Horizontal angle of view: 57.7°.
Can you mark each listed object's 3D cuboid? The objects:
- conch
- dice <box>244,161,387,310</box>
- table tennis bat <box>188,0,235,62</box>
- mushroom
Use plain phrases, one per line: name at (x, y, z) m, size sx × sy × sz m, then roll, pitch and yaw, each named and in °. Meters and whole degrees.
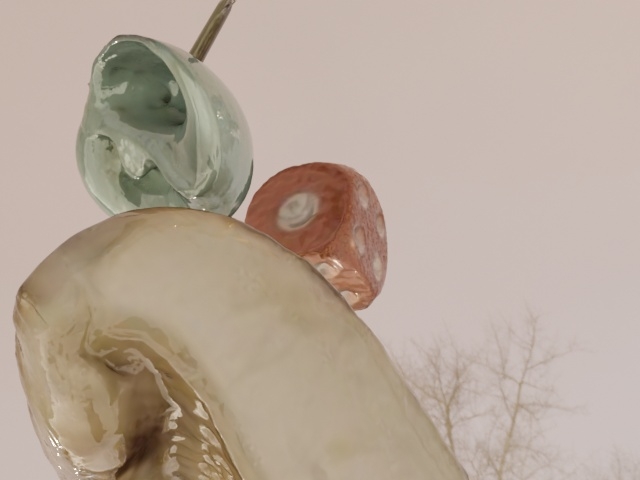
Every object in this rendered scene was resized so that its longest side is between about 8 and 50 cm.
conch at (-0.138, -0.091, 0.521) m, size 0.221 × 0.121 × 0.185 m, roll -5°, pitch -51°, yaw 44°
dice at (0.000, 0.000, 0.878) m, size 0.175 × 0.174 × 0.179 m, roll -11°, pitch -37°, yaw 25°
table tennis bat at (-0.099, -0.320, 0.712) m, size 0.022 × 0.131 × 0.234 m, roll 27°, pitch -63°, yaw -24°
mushroom at (-0.098, 0.153, 0.500) m, size 0.314 × 0.224 × 0.397 m, roll -9°, pitch -60°, yaw 48°
